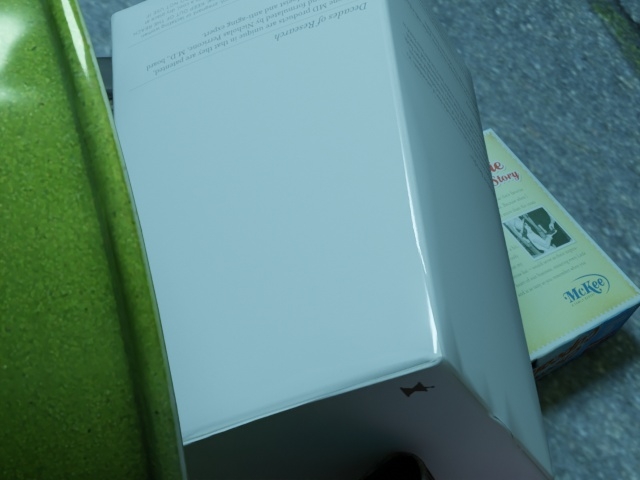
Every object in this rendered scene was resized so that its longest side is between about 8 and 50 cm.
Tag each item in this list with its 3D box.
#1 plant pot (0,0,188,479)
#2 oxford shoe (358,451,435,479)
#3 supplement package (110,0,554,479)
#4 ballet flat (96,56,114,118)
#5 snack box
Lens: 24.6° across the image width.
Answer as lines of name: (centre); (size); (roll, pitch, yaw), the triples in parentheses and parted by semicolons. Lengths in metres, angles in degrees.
plant pot: (-0.271, 0.052, 0.623); (0.353, 0.366, 0.366); (-13, 56, -16)
oxford shoe: (-0.026, 0.194, 0.651); (0.096, 0.098, 0.271); (9, 32, 31)
supplement package: (0.000, 0.000, 0.824); (0.177, 0.175, 0.293); (49, 28, -51)
ballet flat: (-0.091, -0.102, 1.094); (0.249, 0.058, 0.084); (-9, 34, -43)
snack box: (0.072, 0.036, 1.045); (0.322, 0.060, 0.187); (-21, 64, -42)
